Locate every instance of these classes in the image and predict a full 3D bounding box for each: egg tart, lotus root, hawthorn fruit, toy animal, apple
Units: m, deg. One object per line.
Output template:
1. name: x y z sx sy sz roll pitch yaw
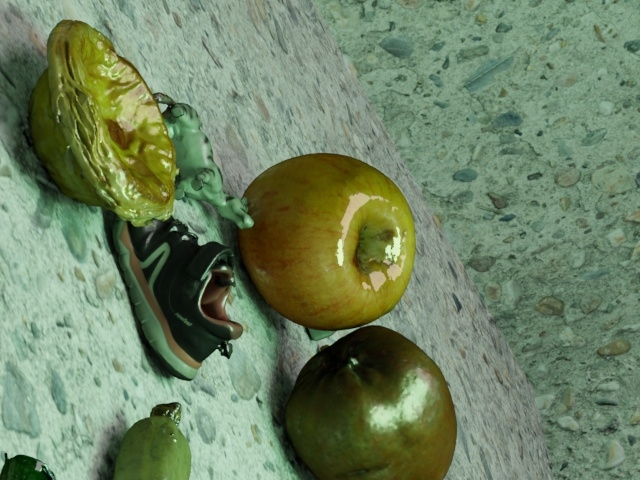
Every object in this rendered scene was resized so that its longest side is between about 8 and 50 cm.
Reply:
1. egg tart: -0.287 -0.138 1.711 0.295 0.116 0.295 56 18 -29
2. lotus root: -0.194 0.259 1.547 0.183 0.077 0.090 -85 157 -53
3. hawthorn fruit: 0.095 0.297 2.150 0.267 0.268 0.301 -87 152 -58
4. toy animal: -0.194 -0.107 2.064 0.170 0.090 0.255 -89 156 -66
5. apple: 0.000 0.000 2.237 0.299 0.275 0.299 3 86 -50

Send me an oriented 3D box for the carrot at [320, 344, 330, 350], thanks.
1. carrot: 0.070 0.304 2.442 0.260 0.070 0.070 68 15 2

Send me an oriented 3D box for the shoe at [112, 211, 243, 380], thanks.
1. shoe: -0.183 0.035 1.785 0.291 0.137 0.114 70 14 15

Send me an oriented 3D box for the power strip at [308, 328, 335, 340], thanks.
1. power strip: -0.027 0.076 2.429 0.215 0.061 0.145 67 14 -2

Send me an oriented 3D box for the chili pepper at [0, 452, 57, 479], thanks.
1. chili pepper: -0.288 0.297 1.222 0.088 0.059 0.227 56 23 -26
